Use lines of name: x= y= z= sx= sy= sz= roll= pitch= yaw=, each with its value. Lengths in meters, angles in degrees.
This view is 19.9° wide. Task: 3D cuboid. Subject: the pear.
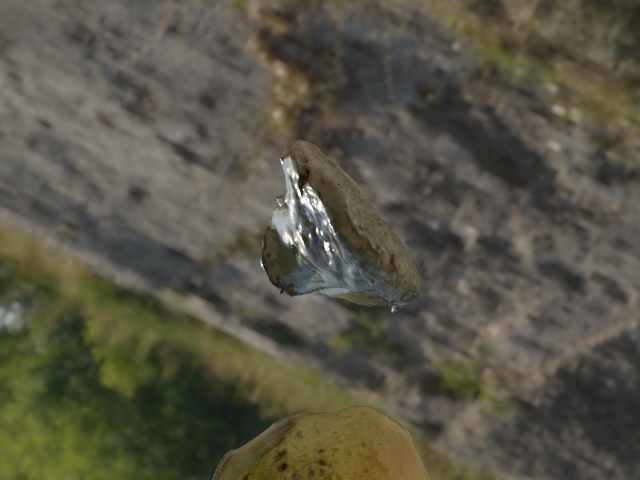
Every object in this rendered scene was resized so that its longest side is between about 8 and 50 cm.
pear: x=0.011 y=0.314 z=2.062 sx=0.271 sy=0.271 sz=0.271 roll=27 pitch=179 yaw=0

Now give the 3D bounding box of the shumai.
shumai: x=0.000 y=0.000 z=1.759 sx=0.201 sy=0.120 sz=0.201 roll=51 pitch=-172 yaw=-10
